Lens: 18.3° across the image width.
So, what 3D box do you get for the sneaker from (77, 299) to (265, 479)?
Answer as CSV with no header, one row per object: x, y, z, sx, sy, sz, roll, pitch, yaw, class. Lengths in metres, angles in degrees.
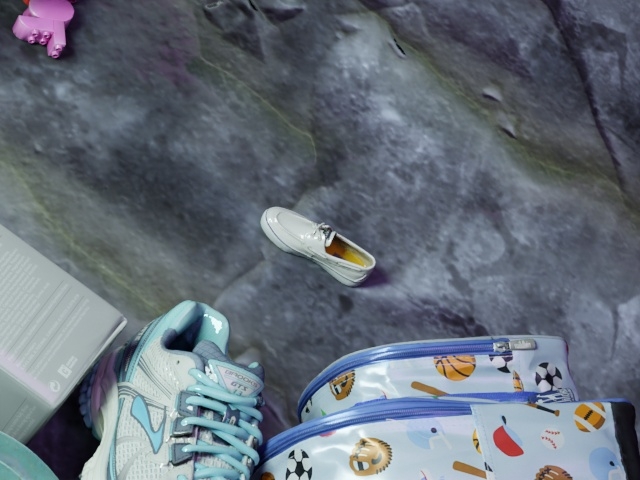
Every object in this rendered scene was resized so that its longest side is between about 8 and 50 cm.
-0.091,0.131,1.334,0.110,0.122,0.283,35,15,-29,sneaker

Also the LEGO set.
-0.280,-0.193,1.530,0.227,0.087,0.093,5,60,-25,LEGO set

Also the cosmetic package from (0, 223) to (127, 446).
-0.271,0.039,1.373,0.238,0.127,0.107,40,52,-4,cosmetic package

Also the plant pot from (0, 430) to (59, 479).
-0.255,0.223,1.228,0.293,0.196,0.293,14,56,-22,plant pot

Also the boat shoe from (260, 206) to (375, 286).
0.000,0.000,1.600,0.100,0.035,0.035,34,52,-7,boat shoe

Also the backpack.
0.074,0.184,1.399,0.263,0.276,0.213,-5,60,-24,backpack
